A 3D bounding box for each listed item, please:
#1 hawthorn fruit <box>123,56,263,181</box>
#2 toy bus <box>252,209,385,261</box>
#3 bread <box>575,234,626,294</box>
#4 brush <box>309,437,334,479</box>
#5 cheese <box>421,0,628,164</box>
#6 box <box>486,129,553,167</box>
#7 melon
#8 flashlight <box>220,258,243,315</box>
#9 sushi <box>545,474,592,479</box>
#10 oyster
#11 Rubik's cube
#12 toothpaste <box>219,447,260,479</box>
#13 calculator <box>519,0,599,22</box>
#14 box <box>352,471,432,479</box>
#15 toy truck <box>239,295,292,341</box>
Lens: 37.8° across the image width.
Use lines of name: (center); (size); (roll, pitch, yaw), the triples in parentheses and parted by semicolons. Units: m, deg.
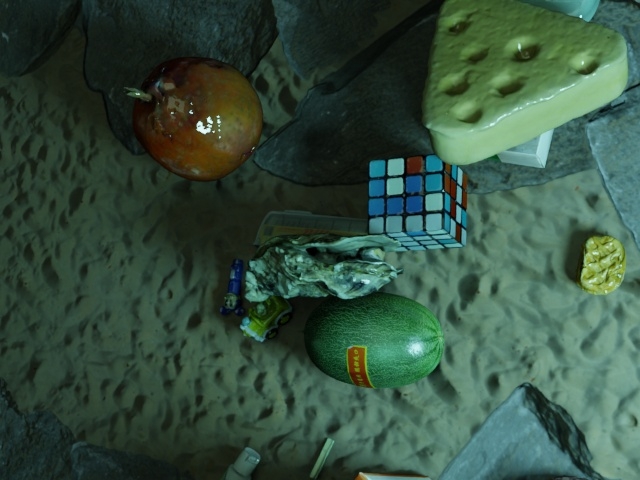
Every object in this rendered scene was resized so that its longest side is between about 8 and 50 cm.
hawthorn fruit: (-0.287, -0.268, 1.978); (0.276, 0.307, 0.276); (-8, 78, 37)
toy bus: (0.000, 0.000, 1.887); (0.268, 0.092, 0.106); (6, 70, 26)
bread: (0.500, 0.043, 1.664); (0.083, 0.044, 0.111); (7, 77, 25)
brush: (0.004, 0.423, 1.811); (0.016, 0.013, 0.084); (22, 79, 24)
cheese: (0.321, -0.282, 1.699); (0.384, 0.104, 0.384); (-10, 50, 12)
box: (0.344, -0.225, 1.792); (0.199, 0.081, 0.135); (11, 80, 25)
melon: (0.088, 0.183, 1.742); (0.287, 0.182, 0.182); (5, 78, 27)
flashlight: (-0.183, 0.098, 1.973); (0.057, 0.035, 0.121); (0, 77, 26)
sushi: (0.401, 0.511, 1.551); (0.161, 0.107, 0.241); (9, 81, 31)
oyster: (-0.003, 0.049, 1.734); (0.351, 0.162, 0.158); (-14, 51, 30)
Rubik's cube: (0.186, -0.069, 1.780); (0.154, 0.155, 0.151); (-3, 77, 25)
toothpaste: (-0.217, 0.551, 1.863); (0.314, 0.056, 0.058); (-58, 21, 5)
calculator: (0.462, -0.507, 1.832); (0.184, 0.042, 0.295); (11, 81, 27)
box: (0.151, 0.577, 1.510); (0.318, 0.348, 0.257); (40, 95, 27)
toy truck: (-0.119, 0.154, 1.904); (0.111, 0.077, 0.076); (-47, 62, 7)
